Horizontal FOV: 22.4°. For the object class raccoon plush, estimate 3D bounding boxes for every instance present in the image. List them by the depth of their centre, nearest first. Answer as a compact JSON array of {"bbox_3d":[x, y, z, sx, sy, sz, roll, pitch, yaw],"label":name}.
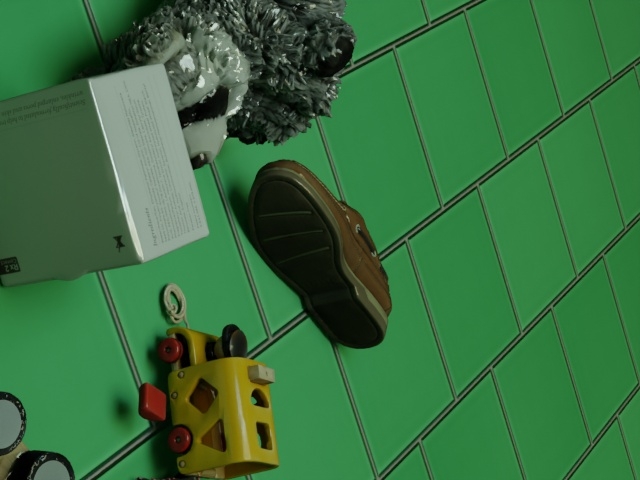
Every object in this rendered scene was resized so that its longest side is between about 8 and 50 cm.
[{"bbox_3d":[-0.167,-0.272,1.794,0.299,0.216,0.446,4,48,-42],"label":"raccoon plush"}]

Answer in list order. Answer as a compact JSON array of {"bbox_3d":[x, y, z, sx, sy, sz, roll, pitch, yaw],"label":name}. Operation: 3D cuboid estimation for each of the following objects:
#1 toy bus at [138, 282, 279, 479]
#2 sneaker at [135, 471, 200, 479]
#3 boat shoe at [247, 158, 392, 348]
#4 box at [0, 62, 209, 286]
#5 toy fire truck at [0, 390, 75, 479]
[{"bbox_3d":[-0.102,0.160,1.743,0.202,0.104,0.191,63,26,-25],"label":"toy bus"},{"bbox_3d":[-0.170,0.267,1.700,0.057,0.047,0.119,60,35,-9],"label":"sneaker"},{"bbox_3d":[0.000,0.000,1.982,0.307,0.111,0.104,63,32,-41],"label":"boat shoe"},{"bbox_3d":[-0.231,-0.062,1.564,0.119,0.181,0.182,-26,103,-57],"label":"box"},{"bbox_3d":[-0.343,0.230,1.365,0.246,0.158,0.217,-54,127,-33],"label":"toy fire truck"}]
